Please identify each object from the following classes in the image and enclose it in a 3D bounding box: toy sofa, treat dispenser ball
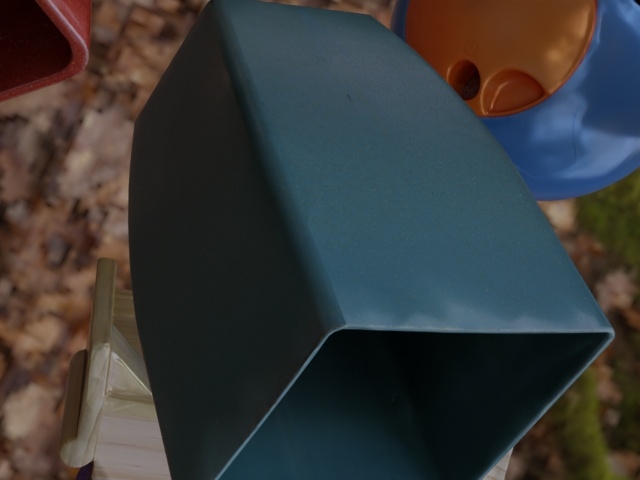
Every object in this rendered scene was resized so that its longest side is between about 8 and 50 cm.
[{"bbox_3d":[-0.026,0.143,1.618,0.150,0.363,0.177,-96,-164,-62],"label":"toy sofa"},{"bbox_3d":[0.206,-0.180,1.864,0.288,0.288,0.288,-55,160,-31],"label":"treat dispenser ball"}]

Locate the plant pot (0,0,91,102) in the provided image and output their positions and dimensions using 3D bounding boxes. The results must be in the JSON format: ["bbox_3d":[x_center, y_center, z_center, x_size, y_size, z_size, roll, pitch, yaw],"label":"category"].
[{"bbox_3d":[-0.270,-0.214,0.964,0.267,0.267,0.235,53,31,-39],"label":"plant pot"}]

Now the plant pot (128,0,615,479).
[{"bbox_3d":[0.000,0.000,1.009,0.165,0.234,0.165,3,140,-33],"label":"plant pot"}]
